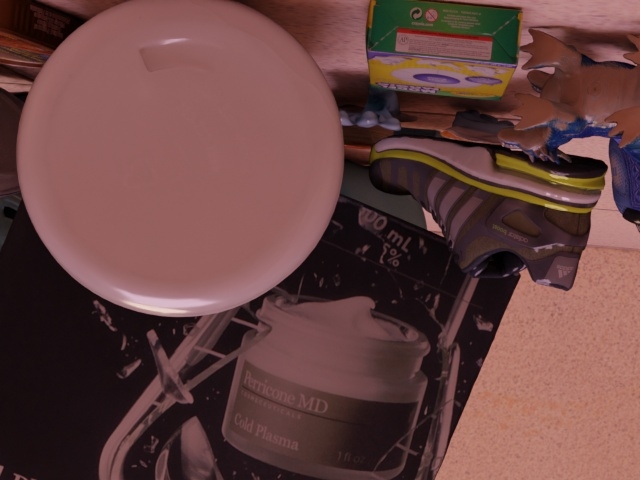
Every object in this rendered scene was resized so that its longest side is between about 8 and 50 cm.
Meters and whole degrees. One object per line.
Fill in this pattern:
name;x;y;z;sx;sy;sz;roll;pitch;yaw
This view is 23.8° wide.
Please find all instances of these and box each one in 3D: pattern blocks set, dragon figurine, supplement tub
pattern blocks set;-0.010;-0.121;1.618;0.325;0.026;0.285;7;-178;10
dragon figurine;0.234;-0.098;1.080;0.289;0.085;0.144;4;177;40
supplement tub;-0.105;-0.055;1.181;0.228;0.228;0.316;6;177;-3

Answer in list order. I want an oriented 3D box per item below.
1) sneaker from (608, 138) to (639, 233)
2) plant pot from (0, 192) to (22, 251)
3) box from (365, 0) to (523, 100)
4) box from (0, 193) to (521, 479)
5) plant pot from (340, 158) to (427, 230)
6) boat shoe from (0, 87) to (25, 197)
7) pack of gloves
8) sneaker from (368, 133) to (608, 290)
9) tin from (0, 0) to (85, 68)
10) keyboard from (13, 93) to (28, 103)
sneaker;0.332;-0.046;1.339;0.129;0.147;0.330;4;177;36
plant pot;-0.248;0.052;1.902;0.334;0.341;0.341;-8;-173;-42
box;0.086;-0.134;1.096;0.105;0.043;0.179;6;179;4
box;-0.119;0.149;1.574;0.480;0.472;0.297;22;179;-5
plant pot;0.000;0.000;2.080;0.271;0.272;0.255;3;-168;41
boat shoe;-0.368;-0.127;1.461;0.156;0.136;0.367;0;165;37
pack of gloves;0.103;-0.125;1.422;0.195;0.046;0.232;6;-172;6
sneaker;0.135;-0.030;1.384;0.111;0.121;0.300;4;-174;-30
tin;-0.256;-0.167;1.188;0.106;0.040;0.189;0;175;23
keyboard;-0.339;-0.147;1.785;0.100;0.038;0.192;8;177;-43
